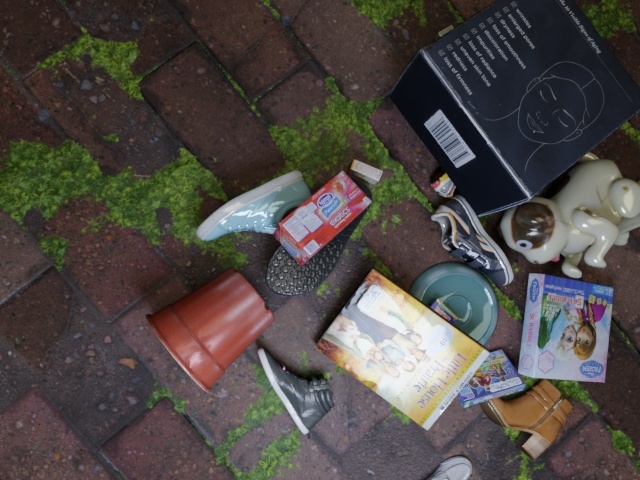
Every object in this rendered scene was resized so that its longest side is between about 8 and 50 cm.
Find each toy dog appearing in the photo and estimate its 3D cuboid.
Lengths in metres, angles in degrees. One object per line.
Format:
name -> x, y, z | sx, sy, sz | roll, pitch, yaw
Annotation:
toy dog -> 0.767, -0.078, 1.439 | 0.409, 0.284, 0.394 | -22, 87, -6

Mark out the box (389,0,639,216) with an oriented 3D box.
box -> 0.548, -0.407, 1.338 | 0.472, 0.297, 0.479 | -36, 90, -11

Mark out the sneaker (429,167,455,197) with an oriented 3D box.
sneaker -> 0.456, -0.229, 1.511 | 0.225, 0.088, 0.092 | -43, 105, -3

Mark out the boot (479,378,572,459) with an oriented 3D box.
boot -> 0.652, 0.519, 1.477 | 0.220, 0.109, 0.283 | -44, 85, -13

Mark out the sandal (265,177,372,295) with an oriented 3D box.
sandal -> 0.003, 0.001, 1.432 | 0.168, 0.107, 0.445 | 42, 70, -2

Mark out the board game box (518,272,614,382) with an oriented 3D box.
board game box -> 0.789, 0.282, 1.487 | 0.319, 0.066, 0.317 | 9, 86, -22

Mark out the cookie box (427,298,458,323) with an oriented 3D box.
cookie box -> 0.354, 0.248, 1.441 | 0.092, 0.040, 0.107 | 43, 82, -1

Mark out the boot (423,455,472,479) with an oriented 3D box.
boot -> 0.370, 0.766, 1.414 | 0.259, 0.123, 0.095 | -32, 91, -8

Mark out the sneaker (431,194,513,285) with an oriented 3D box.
sneaker -> 0.468, 0.020, 1.471 | 0.128, 0.126, 0.320 | -30, 80, -12

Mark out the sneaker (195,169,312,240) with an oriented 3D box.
sneaker -> -0.185, -0.069, 1.384 | 0.366, 0.135, 0.150 | -30, 88, -7

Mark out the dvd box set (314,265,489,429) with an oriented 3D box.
dvd box set -> 0.237, 0.322, 1.394 | 0.421, 0.062, 0.307 | 37, 98, 3

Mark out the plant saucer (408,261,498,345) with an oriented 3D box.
plant saucer -> 0.430, 0.226, 1.494 | 0.318, 0.044, 0.316 | 0, 87, -7

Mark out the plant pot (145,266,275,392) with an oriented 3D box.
plant pot -> -0.291, 0.229, 1.304 | 0.265, 0.272, 0.272 | -39, 92, -16

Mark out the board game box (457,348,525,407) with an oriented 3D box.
board game box -> 0.509, 0.428, 1.453 | 0.202, 0.136, 0.035 | -13, 133, -7

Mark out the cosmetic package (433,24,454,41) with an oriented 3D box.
cosmetic package -> 0.434, -0.644, 1.543 | 0.060, 0.041, 0.115 | -31, 91, -9

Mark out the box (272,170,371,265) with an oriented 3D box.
box -> 0.004, -0.063, 1.325 | 0.257, 0.122, 0.128 | -42, 89, -21

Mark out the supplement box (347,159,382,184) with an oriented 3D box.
supplement box -> 0.139, -0.216, 1.470 | 0.099, 0.062, 0.036 | 22, 83, -6

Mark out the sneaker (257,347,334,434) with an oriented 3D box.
sneaker -> -0.067, 0.417, 1.393 | 0.147, 0.104, 0.295 | -33, 97, -10
